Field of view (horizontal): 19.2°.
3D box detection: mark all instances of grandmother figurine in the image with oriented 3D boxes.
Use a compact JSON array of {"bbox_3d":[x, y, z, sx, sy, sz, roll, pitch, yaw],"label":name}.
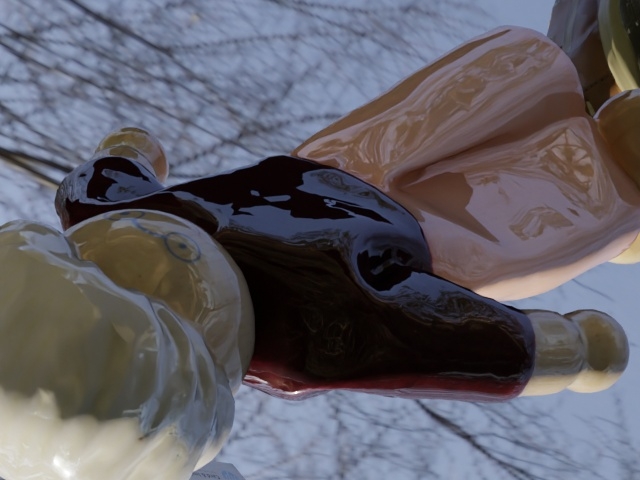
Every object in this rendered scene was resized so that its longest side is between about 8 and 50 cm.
[{"bbox_3d":[0.000,0.000,0.638,0.208,0.342,0.104,11,-71,29],"label":"grandmother figurine"}]

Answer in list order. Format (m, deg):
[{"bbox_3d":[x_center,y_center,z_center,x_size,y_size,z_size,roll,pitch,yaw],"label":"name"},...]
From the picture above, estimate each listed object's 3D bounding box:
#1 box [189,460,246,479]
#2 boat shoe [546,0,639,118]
[{"bbox_3d":[-0.137,0.205,1.098,0.038,0.145,0.186,43,-72,39],"label":"box"},{"bbox_3d":[0.172,-0.128,1.010,0.122,0.324,0.120,39,-55,-9],"label":"boat shoe"}]
